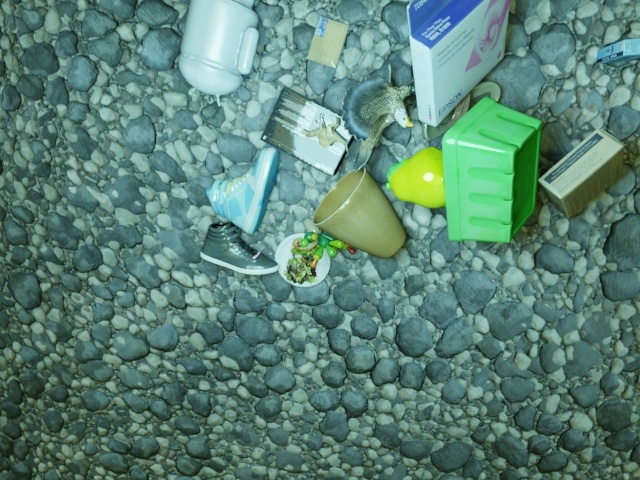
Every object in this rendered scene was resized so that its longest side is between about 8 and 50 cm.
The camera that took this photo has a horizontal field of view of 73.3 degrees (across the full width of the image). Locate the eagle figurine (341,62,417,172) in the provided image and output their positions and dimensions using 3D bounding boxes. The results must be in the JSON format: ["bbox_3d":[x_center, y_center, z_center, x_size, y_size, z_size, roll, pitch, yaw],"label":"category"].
[{"bbox_3d":[0.182,-0.366,1.241,0.298,0.225,0.226,-30,106,0],"label":"eagle figurine"}]

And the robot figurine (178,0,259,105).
[{"bbox_3d":[-0.308,-0.597,1.296,0.300,0.200,0.353,31,110,30],"label":"robot figurine"}]

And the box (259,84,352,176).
[{"bbox_3d":[-0.032,-0.343,1.367,0.261,0.103,0.184,28,104,2],"label":"box"}]

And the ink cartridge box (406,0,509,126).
[{"bbox_3d":[0.357,-0.513,1.079,0.324,0.330,0.071,-45,57,-13],"label":"ink cartridge box"}]

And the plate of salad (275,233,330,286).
[{"bbox_3d":[-0.065,0.074,1.514,0.200,0.048,0.199,2,105,9],"label":"plate of salad"}]

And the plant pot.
[{"bbox_3d":[0.144,-0.062,1.362,0.254,0.237,0.237,41,108,-16],"label":"plant pot"}]

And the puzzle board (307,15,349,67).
[{"bbox_3d":[0.023,-0.613,1.332,0.096,0.011,0.128,21,107,5],"label":"puzzle board"}]

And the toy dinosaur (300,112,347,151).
[{"bbox_3d":[0.029,-0.321,1.275,0.183,0.053,0.092,25,107,31],"label":"toy dinosaur"}]

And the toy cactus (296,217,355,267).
[{"bbox_3d":[0.000,0.000,1.439,0.180,0.219,0.112,52,133,36],"label":"toy cactus"}]

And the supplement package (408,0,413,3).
[{"bbox_3d":[0.272,-0.788,1.107,0.198,0.262,0.199,-31,97,17],"label":"supplement package"}]

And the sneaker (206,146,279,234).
[{"bbox_3d":[-0.267,-0.186,1.421,0.208,0.127,0.319,24,118,4],"label":"sneaker"}]

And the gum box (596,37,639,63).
[{"bbox_3d":[0.863,-0.505,1.133,0.184,0.157,0.041,-1,104,11],"label":"gum box"}]

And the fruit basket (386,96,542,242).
[{"bbox_3d":[0.394,-0.187,1.221,0.283,0.392,0.392,-41,96,-27],"label":"fruit basket"}]

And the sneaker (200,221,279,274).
[{"bbox_3d":[-0.281,0.021,1.507,0.296,0.104,0.146,15,112,11],"label":"sneaker"}]

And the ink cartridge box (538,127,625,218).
[{"bbox_3d":[0.733,-0.178,1.205,0.193,0.235,0.088,-46,57,16],"label":"ink cartridge box"}]

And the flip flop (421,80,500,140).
[{"bbox_3d":[0.413,-0.374,1.241,0.277,0.080,0.112,-26,130,-9],"label":"flip flop"}]
